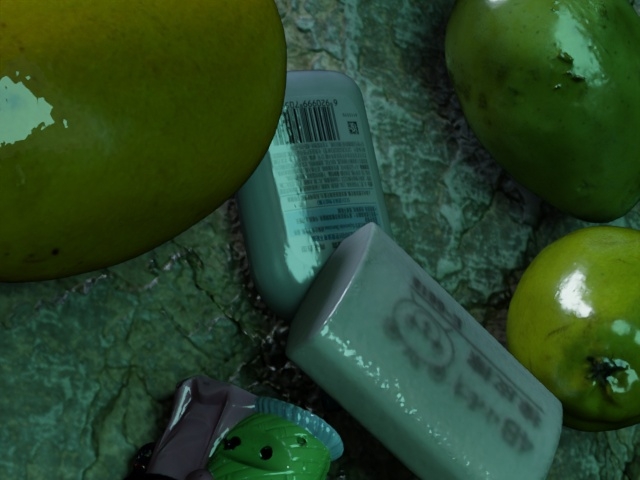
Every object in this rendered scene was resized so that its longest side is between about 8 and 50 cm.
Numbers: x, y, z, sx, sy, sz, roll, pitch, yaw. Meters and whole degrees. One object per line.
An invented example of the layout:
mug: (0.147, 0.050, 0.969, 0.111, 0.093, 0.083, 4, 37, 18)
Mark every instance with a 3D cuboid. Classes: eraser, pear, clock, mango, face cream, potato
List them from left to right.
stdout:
mango: (-0.211, -0.129, 1.574, 0.446, 0.232, 0.300, -26, 84, -38)
clock: (-0.098, 0.226, 1.568, 0.195, 0.194, 0.100, -55, 139, -26)
face cream: (0.000, 0.000, 1.750, 0.163, 0.080, 0.336, -7, 79, -31)
eraser: (0.101, 0.131, 1.663, 0.270, 0.095, 0.174, 45, 42, -15)
potato: (0.255, -0.168, 1.882, 0.216, 0.216, 0.304, -42, 109, -33)
pear: (0.299, 0.086, 1.827, 0.212, 0.212, 0.269, 51, 23, -8)

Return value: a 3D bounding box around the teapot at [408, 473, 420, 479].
teapot: (0.047, 0.281, 1.661, 0.220, 0.149, 0.318, 40, 33, -27)
